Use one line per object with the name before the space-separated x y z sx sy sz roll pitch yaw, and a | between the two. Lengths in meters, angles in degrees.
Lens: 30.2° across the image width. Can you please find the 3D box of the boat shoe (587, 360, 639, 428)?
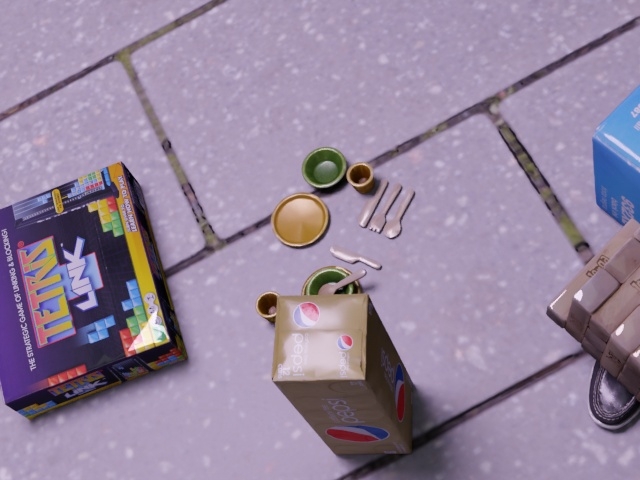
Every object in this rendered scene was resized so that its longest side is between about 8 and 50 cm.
boat shoe | 0.226 0.074 0.843 0.046 0.038 0.125 28 75 23

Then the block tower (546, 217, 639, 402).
block tower | 0.296 0.121 0.750 0.091 0.097 0.335 -44 72 -7

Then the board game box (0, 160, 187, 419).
board game box | -0.198 0.038 0.955 0.141 0.048 0.170 -21 64 2

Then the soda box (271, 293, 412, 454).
soda box | 0.020 0.095 0.803 0.061 0.181 0.058 -3 66 13

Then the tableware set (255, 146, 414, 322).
tableware set | 0.000 0.000 0.938 0.104 0.024 0.154 23 74 22

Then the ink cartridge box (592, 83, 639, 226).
ink cartridge box | 0.375 -0.032 0.804 0.223 0.129 0.307 -44 64 -8
